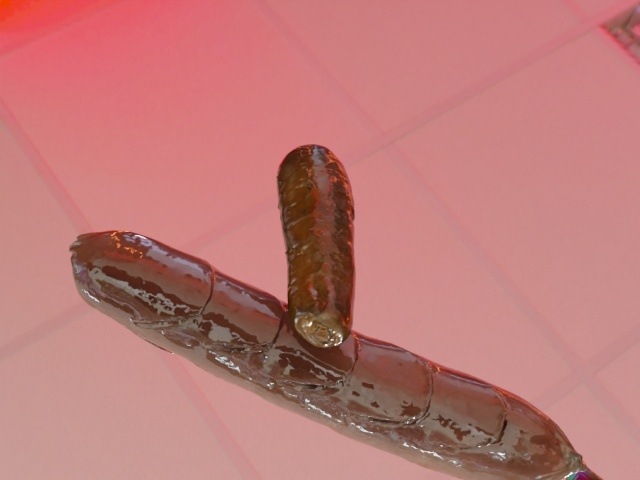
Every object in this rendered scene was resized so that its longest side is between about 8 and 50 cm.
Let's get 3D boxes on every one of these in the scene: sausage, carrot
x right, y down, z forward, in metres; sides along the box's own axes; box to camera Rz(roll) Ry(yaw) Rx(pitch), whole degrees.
[{"bbox_3d":[-0.006,0.095,0.755,0.433,0.088,0.088,23,-119,9],"label":"sausage"},{"bbox_3d":[0.000,0.000,0.739,0.060,0.060,0.186,-1,-130,-7],"label":"carrot"}]

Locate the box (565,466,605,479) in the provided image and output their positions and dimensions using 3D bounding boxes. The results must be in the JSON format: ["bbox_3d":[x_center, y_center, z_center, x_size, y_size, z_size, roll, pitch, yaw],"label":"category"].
[{"bbox_3d":[0.288,0.272,0.849,0.048,0.175,0.112,-50,-143,-2],"label":"box"}]
